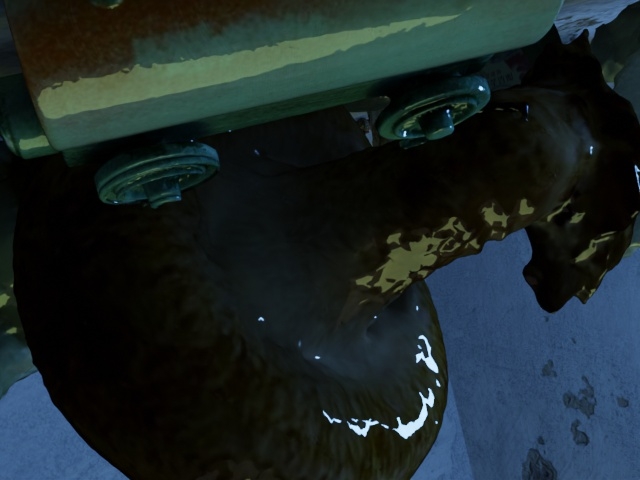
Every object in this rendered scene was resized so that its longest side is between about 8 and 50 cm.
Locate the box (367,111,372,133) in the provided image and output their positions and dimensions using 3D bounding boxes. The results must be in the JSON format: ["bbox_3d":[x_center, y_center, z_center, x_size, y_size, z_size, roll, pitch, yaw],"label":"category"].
[{"bbox_3d":[0.106,-0.147,1.297,0.043,0.125,0.089,-13,-179,-12],"label":"box"}]

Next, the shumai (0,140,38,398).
[{"bbox_3d":[-0.326,0.051,0.826,0.323,0.324,0.397,-28,-171,-8],"label":"shumai"}]

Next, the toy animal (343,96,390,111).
[{"bbox_3d":[-0.008,-0.138,0.764,0.252,0.070,0.079,-2,157,22],"label":"toy animal"}]

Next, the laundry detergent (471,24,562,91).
[{"bbox_3d":[0.171,-0.103,0.844,0.137,0.211,0.063,-10,-176,42],"label":"laundry detergent"}]

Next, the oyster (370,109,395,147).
[{"bbox_3d":[0.148,-0.173,1.034,0.232,0.107,0.161,-34,-177,-18],"label":"oyster"}]

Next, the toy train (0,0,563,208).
[{"bbox_3d":[-0.018,-0.101,0.440,0.285,0.116,0.177,-13,170,-10],"label":"toy train"}]

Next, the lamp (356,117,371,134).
[{"bbox_3d":[0.054,-0.195,1.616,0.083,0.031,0.063,-8,-177,23],"label":"lamp"}]

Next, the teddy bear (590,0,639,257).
[{"bbox_3d":[0.383,-0.104,0.790,0.327,0.376,0.362,23,180,25],"label":"teddy bear"}]

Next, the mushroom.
[{"bbox_3d":[-0.003,0.021,0.602,0.356,0.331,0.334,-3,177,41],"label":"mushroom"}]
